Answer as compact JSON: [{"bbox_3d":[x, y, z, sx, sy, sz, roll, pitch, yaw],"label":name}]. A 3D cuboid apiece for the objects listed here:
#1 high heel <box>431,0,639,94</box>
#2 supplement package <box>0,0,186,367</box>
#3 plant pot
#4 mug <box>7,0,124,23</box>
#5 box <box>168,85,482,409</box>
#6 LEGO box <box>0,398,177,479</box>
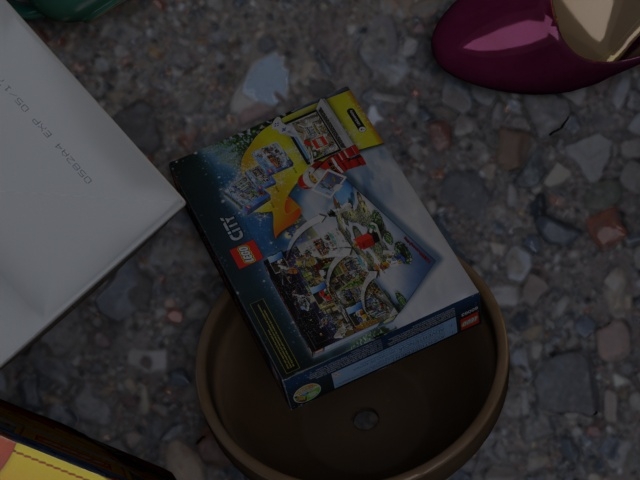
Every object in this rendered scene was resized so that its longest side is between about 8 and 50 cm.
[{"bbox_3d":[0.278,-0.208,1.370,0.377,0.181,0.127,-19,90,-9],"label":"high heel"},{"bbox_3d":[-0.240,-0.028,1.247,0.198,0.263,0.199,-42,93,-7],"label":"supplement package"},{"bbox_3d":[0.029,0.115,1.333,0.237,0.109,0.237,-5,53,7],"label":"plant pot"},{"bbox_3d":[-0.183,-0.224,1.343,0.129,0.158,0.097,-39,100,-31],"label":"mug"},{"bbox_3d":[0.000,0.000,1.326,0.159,0.044,0.233,-24,54,-8],"label":"box"},{"bbox_3d":[-0.267,0.367,1.173,0.193,0.372,0.500,23,84,-6],"label":"LEGO box"}]
